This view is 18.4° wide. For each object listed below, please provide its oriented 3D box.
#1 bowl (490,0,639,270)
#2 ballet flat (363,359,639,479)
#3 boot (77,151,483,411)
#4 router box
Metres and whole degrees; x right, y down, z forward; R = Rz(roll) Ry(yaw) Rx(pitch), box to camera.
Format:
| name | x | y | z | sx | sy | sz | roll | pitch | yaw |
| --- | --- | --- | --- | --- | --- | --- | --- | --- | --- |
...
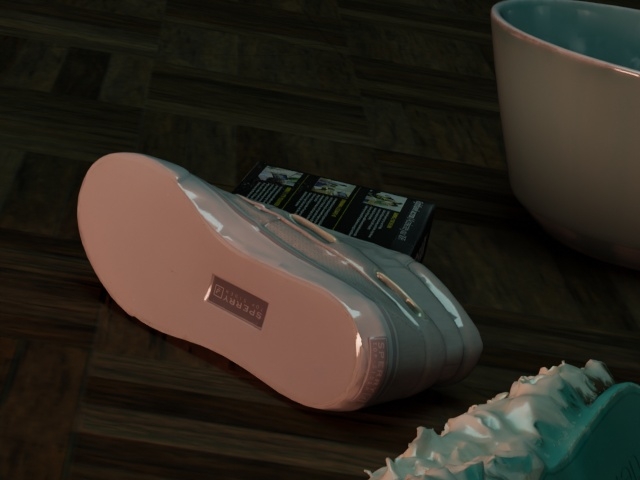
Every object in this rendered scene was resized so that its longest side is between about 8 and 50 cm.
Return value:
| name | x | y | z | sx | sy | sz | roll | pitch | yaw |
| --- | --- | --- | --- | --- | --- | --- | --- | --- | --- |
| bowl | 0.270 | -0.073 | 1.541 | 0.312 | 0.163 | 0.311 | 9 | 16 | -3 |
| ballet flat | 0.034 | 0.150 | 0.759 | 0.147 | 0.147 | 0.409 | 17 | 14 | 20 |
| boot | -0.026 | 0.025 | 1.178 | 0.258 | 0.095 | 0.123 | 34 | 21 | 36 |
| router box | 0.000 | 0.000 | 1.325 | 0.133 | 0.046 | 0.179 | 13 | 17 | 7 |
